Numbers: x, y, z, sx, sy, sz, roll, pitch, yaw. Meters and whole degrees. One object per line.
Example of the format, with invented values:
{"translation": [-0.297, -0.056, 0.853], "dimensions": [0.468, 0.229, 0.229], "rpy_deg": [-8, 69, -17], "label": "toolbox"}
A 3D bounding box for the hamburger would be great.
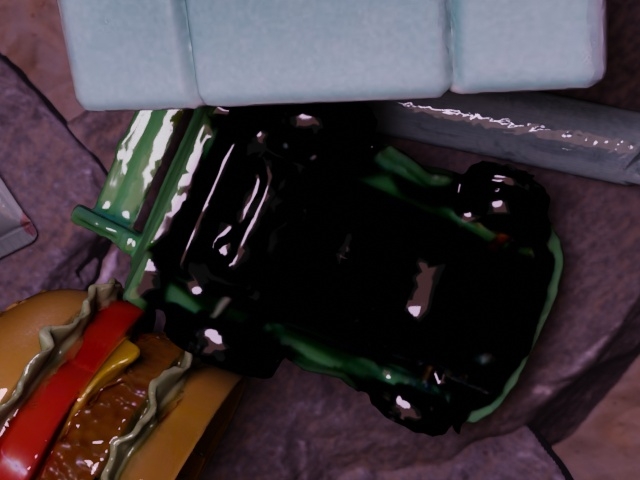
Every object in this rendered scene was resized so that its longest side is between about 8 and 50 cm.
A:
{"translation": [-0.207, 0.160, 0.878], "dimensions": [0.212, 0.274, 0.274], "rpy_deg": [29, 105, 4], "label": "hamburger"}

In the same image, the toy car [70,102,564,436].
{"translation": [0.000, 0.000, 0.849], "dimensions": [0.358, 0.176, 0.213], "rpy_deg": [21, 93, -15], "label": "toy car"}

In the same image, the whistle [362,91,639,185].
{"translation": [0.144, -0.093, 0.860], "dimensions": [0.312, 0.062, 0.062], "rpy_deg": [14, 102, 11], "label": "whistle"}

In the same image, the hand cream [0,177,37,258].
{"translation": [-0.386, -0.124, 0.986], "dimensions": [0.124, 0.078, 0.341], "rpy_deg": [-26, 101, 15], "label": "hand cream"}

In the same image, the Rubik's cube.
{"translation": [0.023, -0.272, 0.697], "dimensions": [0.321, 0.319, 0.316], "rpy_deg": [-1, 111, 17], "label": "Rubik's cube"}
